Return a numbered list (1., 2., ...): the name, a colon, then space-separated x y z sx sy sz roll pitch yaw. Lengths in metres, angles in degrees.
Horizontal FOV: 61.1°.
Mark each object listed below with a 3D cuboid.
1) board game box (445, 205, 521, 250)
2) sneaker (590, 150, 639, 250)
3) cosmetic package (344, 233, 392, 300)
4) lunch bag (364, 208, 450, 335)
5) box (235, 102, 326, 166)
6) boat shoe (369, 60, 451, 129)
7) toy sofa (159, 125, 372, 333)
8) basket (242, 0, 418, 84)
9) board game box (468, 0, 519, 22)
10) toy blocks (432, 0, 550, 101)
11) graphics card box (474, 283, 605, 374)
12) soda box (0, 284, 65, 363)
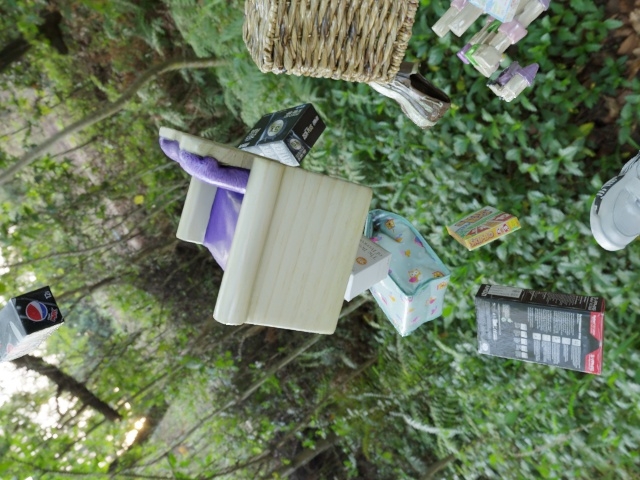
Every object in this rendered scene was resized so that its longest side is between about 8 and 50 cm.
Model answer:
1. board game box: 0.389 -0.036 1.331 0.039 0.124 0.259 64 -174 -5
2. sneaker: 0.783 -0.137 1.240 0.137 0.366 0.210 42 168 1
3. cosmetic package: 0.000 0.000 0.939 0.239 0.099 0.060 35 137 32
4. lunch bag: 0.188 0.072 1.365 0.262 0.160 0.223 53 164 30
5. box: -0.100 -0.250 1.335 0.180 0.147 0.077 -1 137 43
6. boat shoe: 0.178 -0.358 1.173 0.257 0.095 0.095 35 137 -16
7. toy sofa: -0.103 -0.031 0.622 0.362 0.177 0.150 -148 72 -66
8. basket: 0.016 -0.407 0.799 0.213 0.223 0.299 -115 30 -49
9. board game box: 0.358 -0.523 1.059 0.103 0.026 0.154 51 146 31
10. toy blocks: 0.504 -0.564 1.430 0.309 0.260 0.288 41 -165 -13
11. graphics card box: 0.682 0.272 1.703 0.371 0.094 0.232 4 120 31
12. soda box: -0.430 0.125 0.784 0.169 0.053 0.060 -32 82 43
